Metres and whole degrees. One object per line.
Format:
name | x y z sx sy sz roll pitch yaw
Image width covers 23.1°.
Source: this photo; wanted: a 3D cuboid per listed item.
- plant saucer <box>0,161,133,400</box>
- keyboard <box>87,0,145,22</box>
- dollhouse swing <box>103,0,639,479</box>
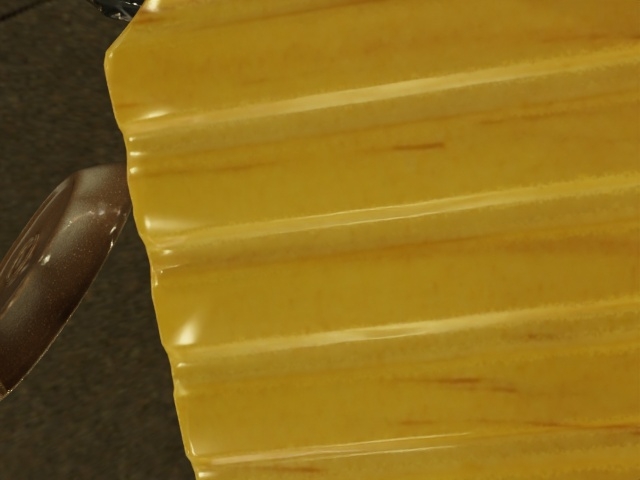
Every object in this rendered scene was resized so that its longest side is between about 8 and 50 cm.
plant saucer | -0.193 0.021 1.080 0.036 0.198 0.198 34 99 -16
keyboard | -0.165 -0.230 1.180 0.317 0.201 0.033 41 114 36
dollhouse swing | 0.077 0.056 0.342 0.315 0.305 0.347 -7 104 14
